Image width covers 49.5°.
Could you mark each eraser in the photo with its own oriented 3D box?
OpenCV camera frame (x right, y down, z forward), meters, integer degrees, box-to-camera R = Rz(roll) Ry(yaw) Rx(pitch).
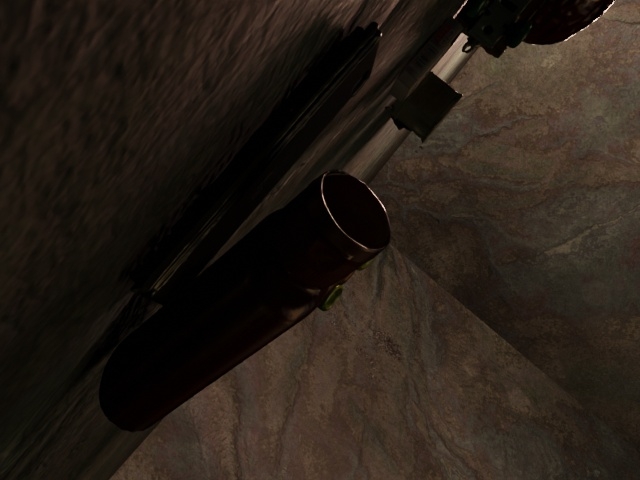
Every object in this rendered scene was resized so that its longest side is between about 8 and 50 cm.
[{"bbox_3d":[0.142,-0.243,0.935,0.122,0.029,0.052,-49,178,-13],"label":"eraser"}]

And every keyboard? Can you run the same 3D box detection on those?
[{"bbox_3d":[-0.040,-0.049,0.464,0.230,0.025,0.094,-50,177,-10],"label":"keyboard"}]

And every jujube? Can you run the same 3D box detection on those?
[{"bbox_3d":[0.404,-0.443,1.148,0.243,0.183,0.183,-39,-173,49],"label":"jujube"}]

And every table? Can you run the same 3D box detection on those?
[{"bbox_3d":[0.159,-0.215,1.086,0.079,0.083,0.062,-48,177,-25],"label":"table"}]

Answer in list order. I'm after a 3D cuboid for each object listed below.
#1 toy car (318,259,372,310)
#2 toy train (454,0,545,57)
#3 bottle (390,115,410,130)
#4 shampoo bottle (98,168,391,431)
[{"bbox_3d":[0.000,0.000,1.302,0.235,0.145,0.235,-45,157,-25],"label":"toy car"},{"bbox_3d":[0.280,-0.362,0.982,0.228,0.091,0.136,-51,-172,37],"label":"toy train"},{"bbox_3d":[0.183,-0.242,1.290,0.082,0.072,0.244,-28,-175,16],"label":"bottle"},{"bbox_3d":[-0.062,0.046,0.489,0.260,0.064,0.102,-39,-163,35],"label":"shampoo bottle"}]
